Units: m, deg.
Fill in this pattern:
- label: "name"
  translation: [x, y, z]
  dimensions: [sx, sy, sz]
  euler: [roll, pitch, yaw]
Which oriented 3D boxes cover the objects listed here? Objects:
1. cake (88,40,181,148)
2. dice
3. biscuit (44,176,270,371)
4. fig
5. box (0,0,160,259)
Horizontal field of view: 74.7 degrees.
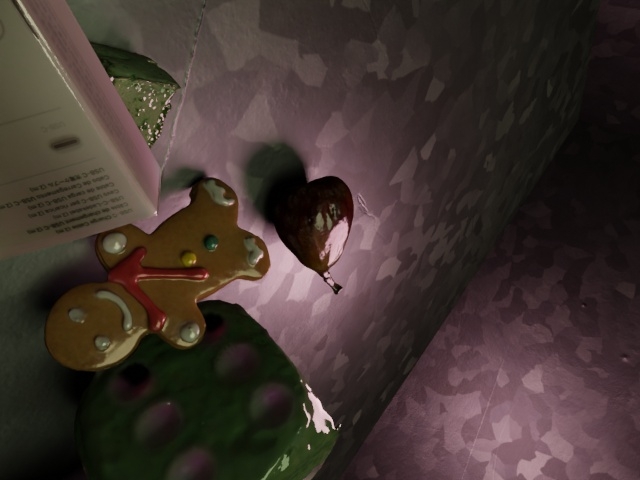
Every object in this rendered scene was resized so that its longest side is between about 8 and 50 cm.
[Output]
- label: "cake"
  translation: [-0.279, -0.131, 0.538]
  dimensions: [0.100, 0.099, 0.235]
  euler: [-7, 142, -50]
- label: "dice"
  translation: [-0.184, 0.322, 0.712]
  dimensions: [0.318, 0.322, 0.330]
  euler: [-37, 152, -23]
- label: "biscuit"
  translation: [-0.227, 0.056, 0.617]
  dimensions: [0.339, 0.047, 0.216]
  euler: [-35, 95, -31]
- label: "fig"
  translation: [-0.001, -0.001, 0.876]
  dimensions: [0.170, 0.145, 0.274]
  euler: [-33, 123, -32]
- label: "box"
  translation: [-0.299, -0.109, 0.387]
  dimensions: [0.203, 0.106, 0.252]
  euler: [-17, 136, -2]
